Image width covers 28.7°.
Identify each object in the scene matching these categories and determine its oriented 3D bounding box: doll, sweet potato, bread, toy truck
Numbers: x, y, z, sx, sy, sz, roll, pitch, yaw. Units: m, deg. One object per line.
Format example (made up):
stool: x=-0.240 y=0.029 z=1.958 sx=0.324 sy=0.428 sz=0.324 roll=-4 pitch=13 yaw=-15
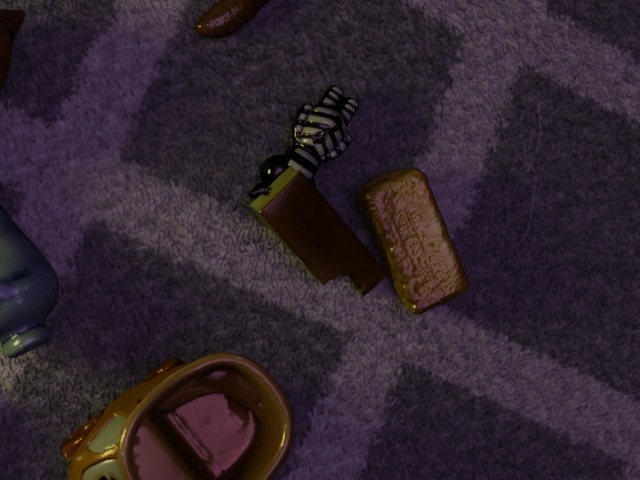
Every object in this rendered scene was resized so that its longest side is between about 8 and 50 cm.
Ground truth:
doll: x=-0.022 y=-0.122 z=1.796 sx=0.091 sy=0.067 sz=0.219 roll=36 pitch=78 yaw=-16
sweet potato: x=-0.089 y=-0.355 z=1.792 sx=0.214 sy=0.050 sz=0.050 roll=-40 pitch=99 yaw=-13
bread: x=0.000 y=0.000 z=1.771 sx=0.088 sy=0.049 sz=0.226 roll=-46 pitch=122 yaw=-10
toy truck: x=-0.189 y=0.279 z=1.655 sx=0.288 sy=0.211 sz=0.204 roll=-40 pitch=98 yaw=-18
bread: x=0.136 y=0.001 z=1.828 sx=0.114 sy=0.083 sz=0.211 roll=-23 pitch=95 yaw=-13

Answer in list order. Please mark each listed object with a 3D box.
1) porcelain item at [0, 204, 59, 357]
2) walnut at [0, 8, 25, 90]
porcelain item: x=-0.433 y=0.026 z=1.637 sx=0.141 sy=0.141 sz=0.259 roll=-24 pitch=86 yaw=-16
walnut: x=-0.510 y=-0.197 z=1.586 sx=0.336 sy=0.209 sz=0.209 roll=-38 pitch=98 yaw=-19
